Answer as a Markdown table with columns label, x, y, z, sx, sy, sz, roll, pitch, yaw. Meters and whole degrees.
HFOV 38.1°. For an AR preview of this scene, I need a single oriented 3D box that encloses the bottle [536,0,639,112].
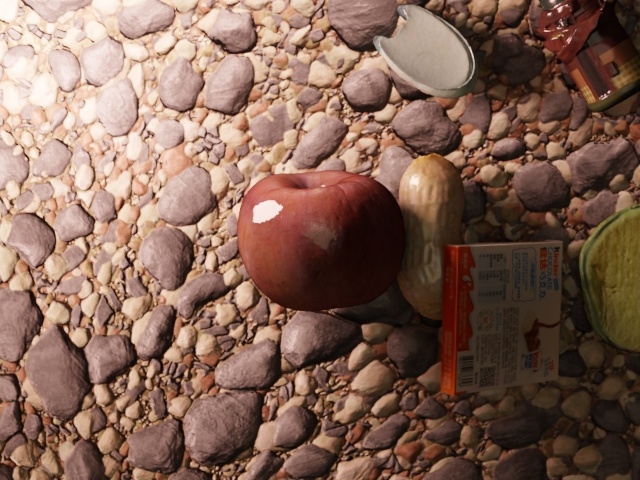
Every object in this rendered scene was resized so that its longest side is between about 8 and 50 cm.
| label | x | y | z | sx | sy | sz | roll | pitch | yaw |
| --- | --- | --- | --- | --- | --- | --- | --- | --- | --- |
| bottle | 0.491 | -0.379 | 1.689 | 0.156 | 0.143 | 0.271 | -32 | 93 | 2 |

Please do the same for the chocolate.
| label | x | y | z | sx | sy | sz | roll | pitch | yaw |
| --- | --- | --- | --- | --- | --- | --- | --- | --- | --- |
| chocolate | 0.204 | -0.006 | 1.727 | 0.134 | 0.134 | 0.309 | -3 | 93 | 0 |

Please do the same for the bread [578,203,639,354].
| label | x | y | z | sx | sy | sz | roll | pitch | yaw |
| --- | --- | --- | --- | --- | --- | --- | --- | --- | --- |
| bread | 0.637 | 0.071 | 1.775 | 0.301 | 0.045 | 0.301 | 0 | 97 | -1 |

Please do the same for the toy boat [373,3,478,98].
| label | x | y | z | sx | sy | sz | roll | pitch | yaw |
| --- | --- | --- | --- | --- | --- | --- | --- | --- | --- |
| toy boat | 0.204 | -0.345 | 1.733 | 0.207 | 0.079 | 0.134 | 37 | 86 | 8 |

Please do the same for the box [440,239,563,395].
| label | x | y | z | sx | sy | sz | roll | pitch | yaw |
| --- | --- | --- | --- | --- | --- | --- | --- | --- | --- |
| box | 0.339 | 0.137 | 1.717 | 0.264 | 0.048 | 0.273 | -1 | 94 | -31 |

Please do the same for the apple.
| label | x | y | z | sx | sy | sz | roll | pitch | yaw |
| --- | --- | --- | --- | --- | --- | --- | --- | --- | --- |
| apple | 0.000 | 0.000 | 1.654 | 0.305 | 0.306 | 0.235 | -1 | 106 | 0 |
